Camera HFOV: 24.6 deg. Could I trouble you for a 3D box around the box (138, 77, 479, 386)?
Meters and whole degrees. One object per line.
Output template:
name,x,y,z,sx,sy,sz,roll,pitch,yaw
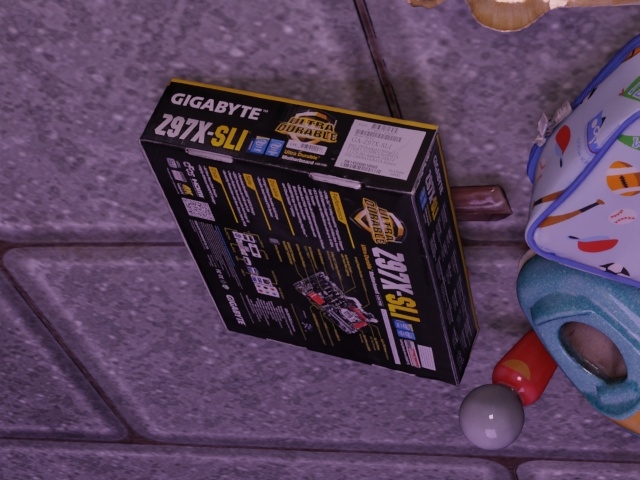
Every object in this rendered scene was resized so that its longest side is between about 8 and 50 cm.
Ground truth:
box,0.000,0.000,1.344,0.257,0.079,0.322,10,148,21

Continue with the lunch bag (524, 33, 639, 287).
lunch bag,0.319,-0.042,1.187,0.303,0.115,0.243,19,142,-14

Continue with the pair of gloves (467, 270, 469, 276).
pair of gloves,0.041,0.024,1.477,0.198,0.023,0.159,-21,137,40

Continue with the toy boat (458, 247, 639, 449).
toy boat,0.257,0.124,1.411,0.267,0.148,0.318,47,150,-8

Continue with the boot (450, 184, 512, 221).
boot,0.115,-0.045,1.329,0.114,0.037,0.106,2,160,17

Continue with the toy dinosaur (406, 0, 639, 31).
toy dinosaur,0.145,-0.184,1.042,0.183,0.093,0.053,5,149,9
